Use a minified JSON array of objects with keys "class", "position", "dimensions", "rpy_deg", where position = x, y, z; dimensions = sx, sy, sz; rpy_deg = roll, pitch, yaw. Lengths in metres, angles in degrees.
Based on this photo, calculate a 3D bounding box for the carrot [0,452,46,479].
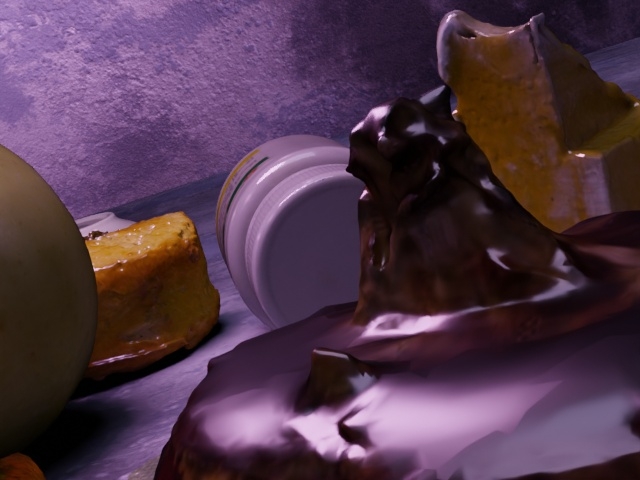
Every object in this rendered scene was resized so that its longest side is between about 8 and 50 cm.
[{"class":"carrot","position":[-0.222,0.229,0.884],"dimensions":[0.066,0.066,0.314],"rpy_deg":[-19,14,-14]}]

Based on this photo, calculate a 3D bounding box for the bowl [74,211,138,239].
[{"class":"bowl","position":[-0.345,0.047,1.777],"dimensions":[0.277,0.145,0.277],"rpy_deg":[-18,11,4]}]

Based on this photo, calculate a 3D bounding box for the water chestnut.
[{"class":"water chestnut","position":[0.084,0.087,0.465],"dimensions":[0.351,0.302,0.350],"rpy_deg":[-14,7,2]}]

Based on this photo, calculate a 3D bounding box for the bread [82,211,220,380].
[{"class":"bread","position":[-0.223,0.071,1.429],"dimensions":[0.261,0.160,0.147],"rpy_deg":[-16,15,-30]}]

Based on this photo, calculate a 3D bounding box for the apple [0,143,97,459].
[{"class":"apple","position":[-0.392,0.064,1.210],"dimensions":[0.357,0.357,0.357],"rpy_deg":[-16,11,3]}]

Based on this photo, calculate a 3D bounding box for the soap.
[{"class":"soap","position":[0.276,-0.100,1.123],"dimensions":[0.169,0.304,0.339],"rpy_deg":[-1,18,44]}]

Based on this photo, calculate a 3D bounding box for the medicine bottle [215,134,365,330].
[{"class":"medicine bottle","position":[0.000,0.000,1.285],"dimensions":[0.208,0.208,0.339],"rpy_deg":[-18,11,-5]}]

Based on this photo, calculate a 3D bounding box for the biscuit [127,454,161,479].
[{"class":"biscuit","position":[-0.064,0.184,0.909],"dimensions":[0.121,0.040,0.199],"rpy_deg":[-23,13,-23]}]
